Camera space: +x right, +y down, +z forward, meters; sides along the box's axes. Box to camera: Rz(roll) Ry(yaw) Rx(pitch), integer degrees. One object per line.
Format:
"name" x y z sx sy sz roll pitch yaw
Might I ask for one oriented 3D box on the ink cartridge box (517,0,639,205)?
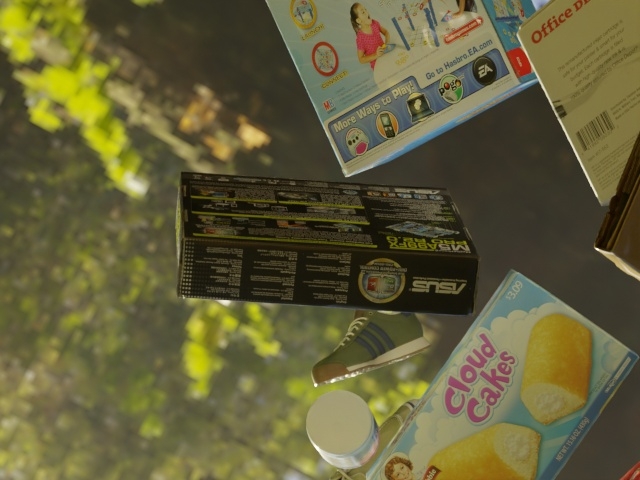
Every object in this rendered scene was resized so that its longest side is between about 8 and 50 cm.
"ink cartridge box" 0.283 -0.147 1.764 0.139 0.082 0.190 -39 -116 38

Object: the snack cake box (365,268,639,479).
"snack cake box" 0.181 0.178 1.965 0.264 0.152 0.089 -55 180 2

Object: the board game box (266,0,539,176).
"board game box" 0.090 -0.270 2.264 0.086 0.302 0.308 -22 177 -45

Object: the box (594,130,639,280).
"box" 0.285 -0.029 1.409 0.021 0.201 0.164 14 -103 46

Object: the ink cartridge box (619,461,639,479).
"ink cartridge box" 0.272 0.315 1.912 0.231 0.078 0.134 -48 173 25

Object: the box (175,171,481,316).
"box" 0.000 0.000 1.814 0.216 0.270 0.060 -105 -161 -71

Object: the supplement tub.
"supplement tub" 0.024 0.198 2.027 0.107 0.071 0.071 68 46 -75

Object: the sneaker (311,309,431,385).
"sneaker" 0.056 0.132 2.609 0.064 0.192 0.086 -31 -103 54

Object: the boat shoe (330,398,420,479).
"boat shoe" 0.058 0.320 2.452 0.302 0.094 0.109 -64 -149 31
